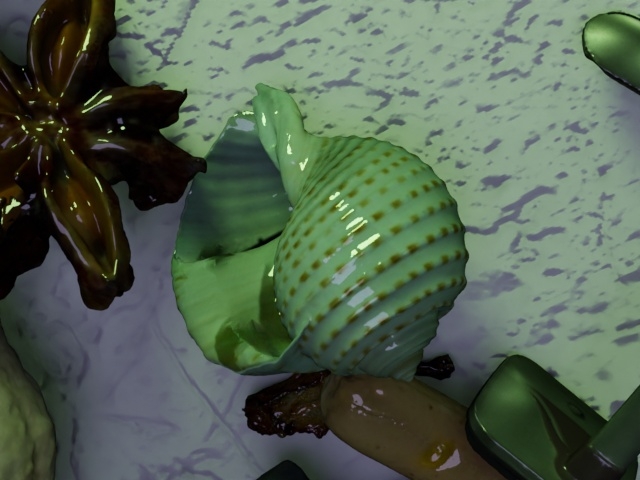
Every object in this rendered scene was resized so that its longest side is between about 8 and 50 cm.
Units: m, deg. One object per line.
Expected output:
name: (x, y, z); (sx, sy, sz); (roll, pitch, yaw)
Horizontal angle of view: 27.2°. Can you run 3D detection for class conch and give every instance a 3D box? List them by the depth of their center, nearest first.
conch: (0.008, 0.005, 0.812); (0.131, 0.200, 0.172); (21, 131, -37)

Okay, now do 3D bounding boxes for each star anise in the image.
star anise: (-0.168, -0.056, 0.819); (0.190, 0.126, 0.220); (7, 72, 15)

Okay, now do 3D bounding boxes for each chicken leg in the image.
chicken leg: (0.016, 0.098, 0.884); (0.145, 0.037, 0.062); (-26, 121, 13)

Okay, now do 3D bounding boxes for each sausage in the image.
sausage: (0.132, 0.163, 0.857); (0.301, 0.066, 0.066); (32, 106, -10)

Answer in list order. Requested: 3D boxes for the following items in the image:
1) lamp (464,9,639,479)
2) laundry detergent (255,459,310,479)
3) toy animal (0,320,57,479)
lamp: (0.179, 0.014, 0.803); (0.203, 0.124, 0.283); (37, 103, 6)
laundry detergent: (0.051, 0.266, 0.886); (0.214, 0.105, 0.281); (-28, 93, -7)
toy animal: (-0.288, 0.175, 0.859); (0.226, 0.188, 0.359); (7, 94, 14)
